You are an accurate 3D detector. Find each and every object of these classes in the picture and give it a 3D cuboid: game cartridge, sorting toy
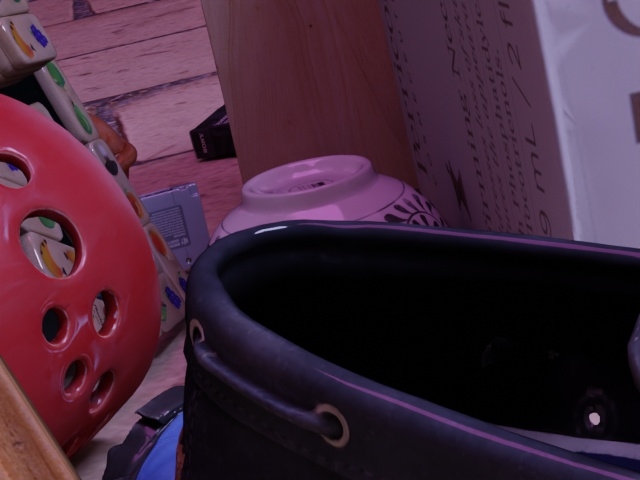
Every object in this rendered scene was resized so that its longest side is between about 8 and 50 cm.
[{"bbox_3d":[-0.112,0.000,1.099,0.083,0.056,0.017,-15,9,-12],"label":"game cartridge"},{"bbox_3d":[0.049,-0.162,1.204,0.255,0.257,0.089,-13,-1,-3],"label":"sorting toy"}]

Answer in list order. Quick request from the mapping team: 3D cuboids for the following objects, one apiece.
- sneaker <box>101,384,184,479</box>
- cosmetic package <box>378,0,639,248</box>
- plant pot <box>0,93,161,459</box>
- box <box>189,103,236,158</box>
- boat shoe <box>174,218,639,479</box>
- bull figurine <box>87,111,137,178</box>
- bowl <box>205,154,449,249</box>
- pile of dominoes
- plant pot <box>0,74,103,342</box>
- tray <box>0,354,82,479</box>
[{"bbox_3d":[-0.026,0.082,0.754,0.152,0.058,0.084,-31,32,-32],"label":"sneaker"},{"bbox_3d":[0.214,-0.163,0.918,0.327,0.329,0.393,-14,15,-4],"label":"cosmetic package"},{"bbox_3d":[-0.191,0.049,0.777,0.191,0.191,0.174,-4,28,28],"label":"plant pot"},{"bbox_3d":[-0.014,-0.104,1.426,0.162,0.029,0.116,-6,17,18],"label":"box"},{"bbox_3d":[0.154,0.062,0.524,0.500,0.156,0.187,1,19,34],"label":"boat shoe"},{"bbox_3d":[-0.259,-0.063,1.349,0.188,0.101,0.310,-25,18,-25],"label":"bull figurine"},{"bbox_3d":[0.000,0.000,0.975,0.170,0.080,0.170,-11,15,3],"label":"bowl"},{"bbox_3d":[-0.140,-0.058,0.930,0.040,0.251,0.196,-30,4,13],"label":"pile of dominoes"},{"bbox_3d":[-0.256,0.006,0.985,0.234,0.165,0.166,-26,13,13],"label":"plant pot"},{"bbox_3d":[-0.176,0.091,0.496,0.203,0.076,0.411,-33,40,-10],"label":"tray"}]
